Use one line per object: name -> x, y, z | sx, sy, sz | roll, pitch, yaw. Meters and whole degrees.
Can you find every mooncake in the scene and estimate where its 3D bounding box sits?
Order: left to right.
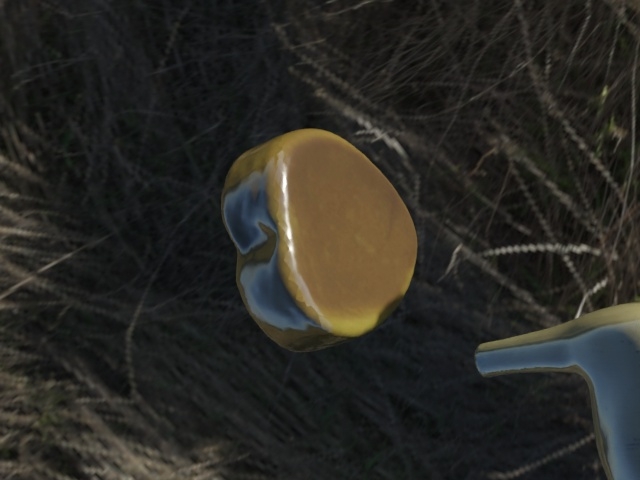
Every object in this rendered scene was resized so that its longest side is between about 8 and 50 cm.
mooncake -> 0.000, 0.000, 1.414 | 0.117, 0.235, 0.235 | -21, 97, 41

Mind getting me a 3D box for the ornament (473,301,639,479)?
ornament -> 0.227, 0.153, 0.846 | 0.245, 0.061, 0.230 | -19, 77, 45
